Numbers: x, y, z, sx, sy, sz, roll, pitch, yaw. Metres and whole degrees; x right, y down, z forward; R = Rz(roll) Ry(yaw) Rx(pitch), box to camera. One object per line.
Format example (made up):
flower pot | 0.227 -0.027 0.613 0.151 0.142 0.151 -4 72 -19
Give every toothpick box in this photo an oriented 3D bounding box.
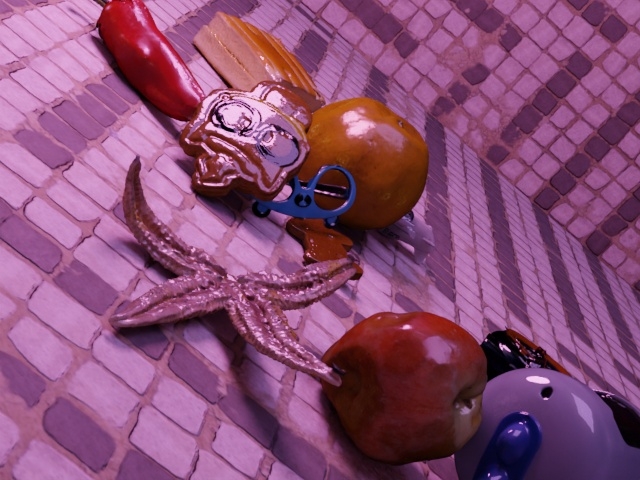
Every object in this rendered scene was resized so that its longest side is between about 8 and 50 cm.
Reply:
toothpick box | 0.331 0.322 1.570 0.355 0.263 0.263 27 23 -53

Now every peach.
peach | 0.104 0.197 1.479 0.236 0.214 0.214 7 -10 41

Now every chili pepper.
chili pepper | -0.315 -0.337 1.963 0.387 0.110 0.110 53 21 26

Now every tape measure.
tape measure | 0.367 0.256 1.981 0.202 0.135 0.223 40 13 28

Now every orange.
orange | 0.085 -0.157 2.163 0.279 0.235 0.279 32 28 -19

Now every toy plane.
toy plane | 0.173 -0.028 2.310 0.174 0.080 0.174 38 0 0

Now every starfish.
starfish | -0.109 0.048 1.451 0.398 0.132 0.383 32 16 -18

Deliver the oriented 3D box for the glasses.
glasses | -0.064 -0.128 1.965 0.239 0.102 0.207 7 33 -36

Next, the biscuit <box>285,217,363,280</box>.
biscuit | 0.000 0.001 1.950 0.138 0.031 0.205 16 29 -31

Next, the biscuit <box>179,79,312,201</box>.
biscuit | -0.123 -0.175 1.847 0.208 0.041 0.290 34 52 4

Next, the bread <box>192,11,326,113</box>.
bread | -0.126 -0.381 2.444 0.246 0.111 0.239 52 21 27
